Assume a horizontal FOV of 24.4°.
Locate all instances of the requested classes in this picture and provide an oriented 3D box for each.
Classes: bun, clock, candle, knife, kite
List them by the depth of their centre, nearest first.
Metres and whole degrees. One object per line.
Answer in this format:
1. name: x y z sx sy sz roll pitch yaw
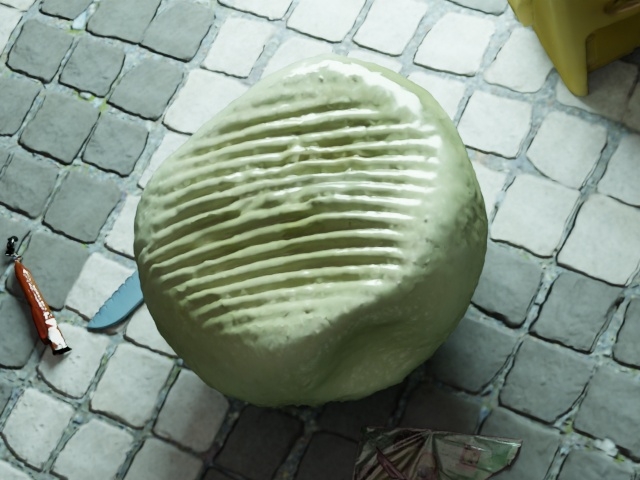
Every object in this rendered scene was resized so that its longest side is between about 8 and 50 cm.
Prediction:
1. kite: 0.114 0.273 1.452 0.229 0.012 0.250 -38 63 0
2. bun: 0.000 0.000 1.485 0.349 0.227 0.352 -6 68 15
3. clock: 0.298 -0.317 1.486 0.244 0.317 0.200 -28 68 3
4. knife: -0.143 -0.007 1.653 0.313 0.019 0.044 -44 54 -4
5. candle: -0.327 0.061 1.676 0.026 0.021 0.167 -32 62 1
